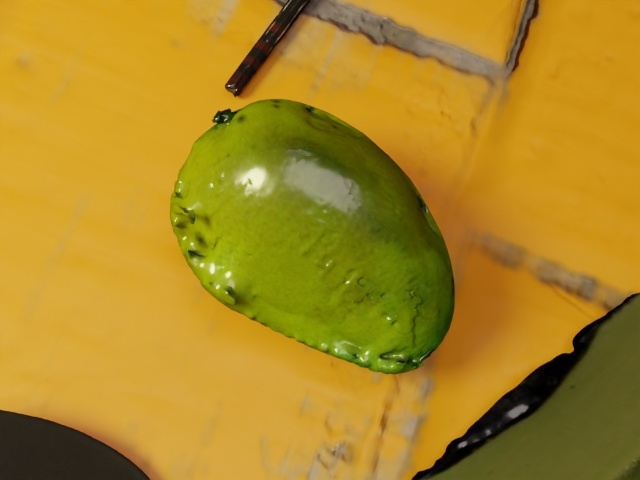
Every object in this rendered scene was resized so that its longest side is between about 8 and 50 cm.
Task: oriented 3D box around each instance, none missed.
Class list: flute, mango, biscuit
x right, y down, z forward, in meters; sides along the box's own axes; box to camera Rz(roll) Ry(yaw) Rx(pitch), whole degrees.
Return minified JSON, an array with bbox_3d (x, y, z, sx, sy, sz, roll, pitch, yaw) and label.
[{"bbox_3d":[0.009,-0.200,0.574,0.014,0.014,0.269,32,69,1],"label":"flute"},{"bbox_3d":[0.000,0.000,0.464,0.178,0.100,0.119,42,105,-4],"label":"mango"},{"bbox_3d":[0.123,0.124,0.452,0.322,0.099,0.038,-35,114,-21],"label":"biscuit"}]

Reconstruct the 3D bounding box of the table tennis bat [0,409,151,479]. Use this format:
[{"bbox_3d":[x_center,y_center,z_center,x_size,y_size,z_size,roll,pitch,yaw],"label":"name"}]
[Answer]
[{"bbox_3d":[-0.195,0.146,0.351,0.301,0.022,0.173,20,52,-28],"label":"table tennis bat"}]
